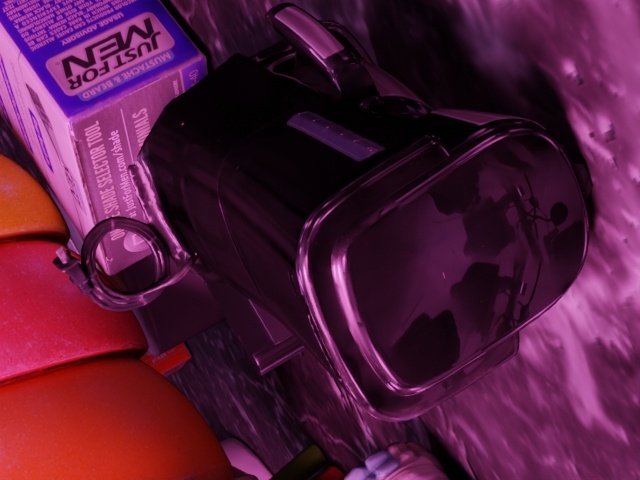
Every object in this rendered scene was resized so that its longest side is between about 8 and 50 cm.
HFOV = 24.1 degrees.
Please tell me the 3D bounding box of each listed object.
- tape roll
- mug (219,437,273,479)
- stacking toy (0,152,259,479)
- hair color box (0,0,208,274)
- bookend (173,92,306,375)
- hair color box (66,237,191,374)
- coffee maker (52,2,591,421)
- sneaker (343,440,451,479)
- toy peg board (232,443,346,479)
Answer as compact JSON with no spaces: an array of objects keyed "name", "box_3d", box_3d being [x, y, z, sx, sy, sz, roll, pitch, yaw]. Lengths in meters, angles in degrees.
[{"name":"tape roll","box_3d":[-0.159,-0.015,1.254,0.219,0.072,0.219,53,161,27]},{"name":"mug","box_3d":[-0.187,0.365,1.506,0.374,0.328,0.276,48,159,39]},{"name":"stacking toy","box_3d":[-0.269,0.045,1.086,0.350,0.350,0.480,138,115,-73]},{"name":"hair color box","box_3d":[-0.201,-0.161,1.076,0.339,0.110,0.185,54,163,28]},{"name":"bookend","box_3d":[-0.029,-0.012,0.868,0.156,0.072,0.157,60,163,2]},{"name":"hair color box","box_3d":[-0.199,0.065,1.539,0.167,0.053,0.093,61,165,5]},{"name":"coffee maker","box_3d":[0.000,0.000,0.628,0.120,0.171,0.178,39,179,-31]},{"name":"sneaker","box_3d":[0.081,0.265,0.937,0.122,0.110,0.283,35,151,48]},{"name":"toy peg board","box_3d":[0.019,0.246,1.180,0.160,0.079,0.161,19,138,44]}]
